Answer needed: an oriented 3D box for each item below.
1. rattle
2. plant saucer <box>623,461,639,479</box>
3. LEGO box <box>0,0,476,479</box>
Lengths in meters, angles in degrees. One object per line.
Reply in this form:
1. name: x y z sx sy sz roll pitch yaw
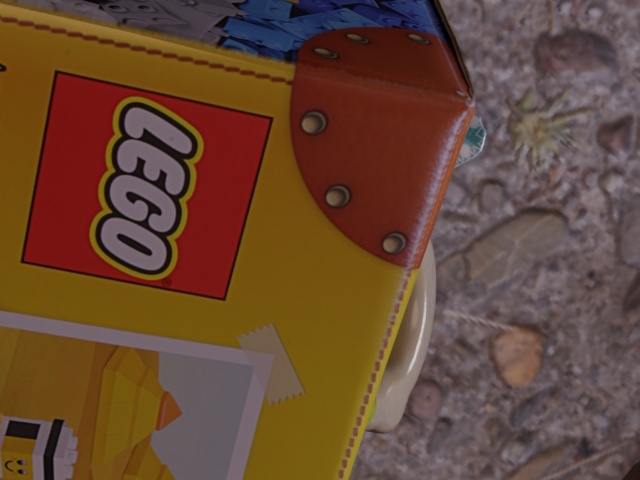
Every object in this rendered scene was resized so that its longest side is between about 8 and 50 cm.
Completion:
1. rattle: 0.000 0.000 0.736 0.130 0.142 0.200 14 81 -43
2. plant saucer: 0.305 0.238 0.817 0.310 0.050 0.311 -1 99 -8
3. LEGO box: -0.196 0.092 0.564 0.372 0.193 0.500 11 117 -10
